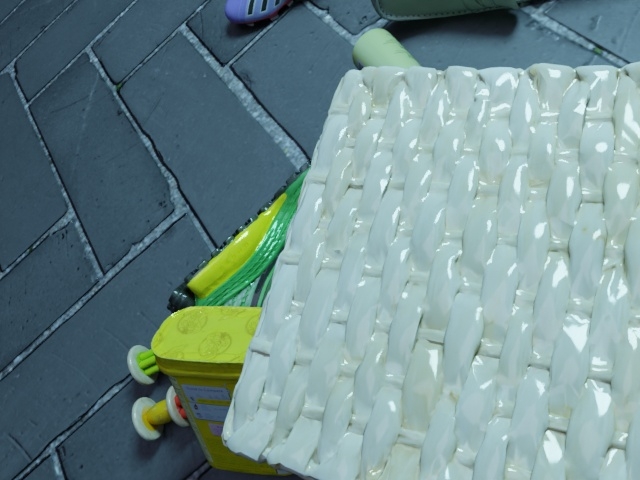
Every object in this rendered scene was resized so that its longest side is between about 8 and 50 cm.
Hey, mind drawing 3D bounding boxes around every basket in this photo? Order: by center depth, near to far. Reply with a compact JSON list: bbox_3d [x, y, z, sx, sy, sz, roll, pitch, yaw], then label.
[{"bbox_3d":[0.157,0.061,0.448,0.328,0.266,0.331,8,70,31],"label":"basket"}]

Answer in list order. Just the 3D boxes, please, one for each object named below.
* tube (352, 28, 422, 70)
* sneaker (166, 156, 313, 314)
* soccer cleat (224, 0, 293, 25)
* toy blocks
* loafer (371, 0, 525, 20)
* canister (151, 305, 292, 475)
[{"bbox_3d":[0.119,-0.170,0.689,0.070,0.062,0.240,-20,51,-14],"label":"tube"},{"bbox_3d":[0.000,0.000,0.661,0.146,0.134,0.343,45,84,-1],"label":"sneaker"},{"bbox_3d":[-0.049,-0.411,0.875,0.248,0.095,0.083,-18,60,19],"label":"soccer cleat"},{"bbox_3d":[-0.152,0.154,0.689,0.148,0.054,0.123,-25,59,15],"label":"toy blocks"},{"bbox_3d":[0.212,-0.330,0.693,0.319,0.112,0.111,-13,54,21],"label":"loafer"},{"bbox_3d":[-0.080,0.152,0.574,0.126,0.170,0.073,-1,35,17],"label":"canister"}]
